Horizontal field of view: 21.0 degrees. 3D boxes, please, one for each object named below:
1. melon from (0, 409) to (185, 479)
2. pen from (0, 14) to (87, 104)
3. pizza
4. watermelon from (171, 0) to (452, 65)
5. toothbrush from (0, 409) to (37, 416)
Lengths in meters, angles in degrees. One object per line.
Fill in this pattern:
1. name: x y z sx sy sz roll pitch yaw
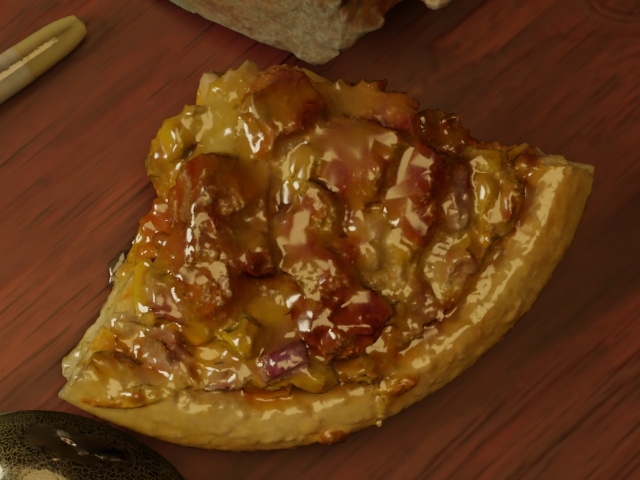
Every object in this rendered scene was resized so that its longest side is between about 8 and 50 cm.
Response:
1. melon: -0.163 0.169 1.165 0.162 0.099 0.099 17 80 -13
2. pen: -0.265 -0.092 1.225 0.233 0.032 0.040 -37 65 -13
3. pizza: 0.000 0.000 1.212 0.409 0.114 0.278 -17 90 -12
4. watermelon: -0.004 -0.265 1.227 0.302 0.151 0.264 44 73 -2
5. toothbrush: -0.289 0.128 1.153 0.219 0.016 0.019 -1 85 -32
